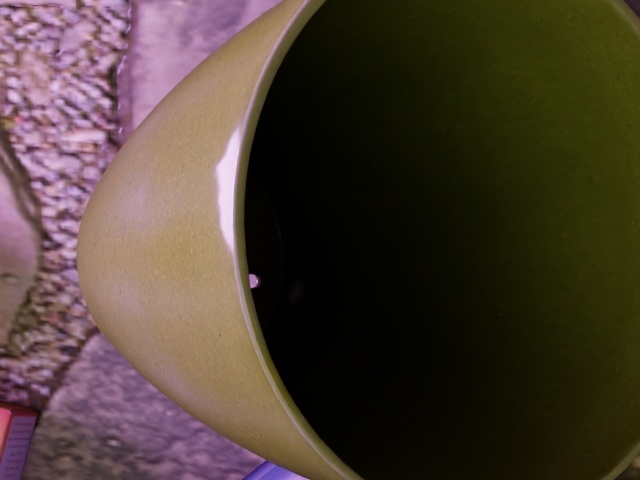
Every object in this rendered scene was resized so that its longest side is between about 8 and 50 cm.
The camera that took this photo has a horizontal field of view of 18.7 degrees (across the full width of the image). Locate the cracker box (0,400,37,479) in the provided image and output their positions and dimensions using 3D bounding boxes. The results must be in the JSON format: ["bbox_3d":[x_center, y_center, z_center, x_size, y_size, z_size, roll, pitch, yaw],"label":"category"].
[{"bbox_3d":[-0.287,0.201,1.228,0.155,0.067,0.232,13,87,9],"label":"cracker box"}]

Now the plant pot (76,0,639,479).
[{"bbox_3d":[0.000,0.000,1.001,0.293,0.274,0.275,-5,117,57],"label":"plant pot"}]

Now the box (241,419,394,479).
[{"bbox_3d":[-0.009,0.245,1.100,0.294,0.296,0.183,-39,98,25],"label":"box"}]

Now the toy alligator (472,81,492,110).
[{"bbox_3d":[0.099,-0.090,1.067,0.051,0.056,0.190,35,138,50],"label":"toy alligator"}]
